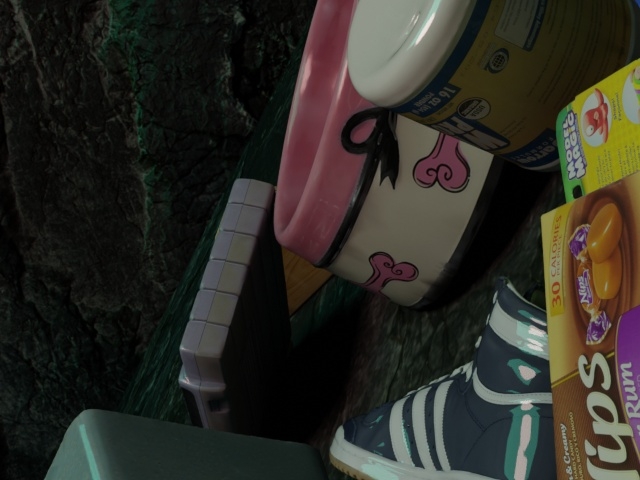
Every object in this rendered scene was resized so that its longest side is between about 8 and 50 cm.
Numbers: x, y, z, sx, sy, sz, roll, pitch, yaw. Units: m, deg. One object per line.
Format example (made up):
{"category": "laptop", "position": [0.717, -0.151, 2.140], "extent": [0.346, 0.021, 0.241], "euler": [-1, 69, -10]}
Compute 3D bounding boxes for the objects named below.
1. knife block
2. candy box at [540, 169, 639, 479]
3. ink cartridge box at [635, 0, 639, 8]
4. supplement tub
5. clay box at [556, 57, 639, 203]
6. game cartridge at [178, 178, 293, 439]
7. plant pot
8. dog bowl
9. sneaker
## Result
{"category": "knife block", "position": [0.000, 0.000, 1.393], "extent": [0.276, 0.242, 0.088], "euler": [60, -142, -47]}
{"category": "candy box", "position": [0.163, 0.066, 0.528], "extent": [0.109, 0.053, 0.187], "euler": [148, 125, -67]}
{"category": "ink cartridge box", "position": [0.221, -0.233, 0.949], "extent": [0.186, 0.065, 0.311], "euler": [-62, 15, 15]}
{"category": "supplement tub", "position": [0.135, -0.133, 0.746], "extent": [0.144, 0.199, 0.144], "euler": [-47, 33, 43]}
{"category": "clay box", "position": [0.209, -0.044, 0.567], "extent": [0.222, 0.053, 0.128], "euler": [147, 118, -68]}
{"category": "game cartridge", "position": [-0.091, 0.126, 1.211], "extent": [0.355, 0.068, 0.230], "euler": [87, -161, -54]}
{"category": "plant pot", "position": [-0.108, 0.328, 0.871], "extent": [0.247, 0.247, 0.252], "euler": [-61, 34, 20]}
{"category": "dog bowl", "position": [0.065, -0.145, 1.026], "extent": [0.408, 0.150, 0.408], "euler": [-168, 90, -81]}
{"category": "sneaker", "position": [0.103, 0.107, 0.704], "extent": [0.282, 0.099, 0.153], "euler": [-5, 66, 67]}
